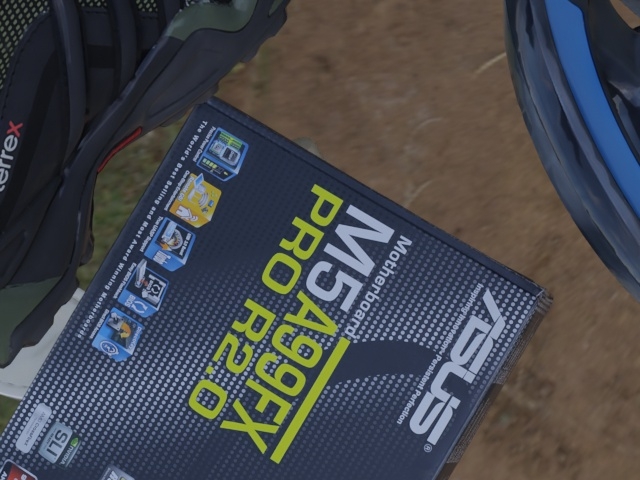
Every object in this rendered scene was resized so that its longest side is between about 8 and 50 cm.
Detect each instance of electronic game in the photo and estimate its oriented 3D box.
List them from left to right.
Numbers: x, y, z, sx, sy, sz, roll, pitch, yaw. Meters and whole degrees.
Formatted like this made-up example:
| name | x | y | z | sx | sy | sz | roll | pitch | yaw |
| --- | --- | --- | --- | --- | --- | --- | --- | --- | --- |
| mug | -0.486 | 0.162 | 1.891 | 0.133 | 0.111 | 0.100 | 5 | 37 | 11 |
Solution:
| name | x | y | z | sx | sy | sz | roll | pitch | yaw |
| --- | --- | --- | --- | --- | --- | --- | --- | --- | --- |
| electronic game | 0.153 | -0.049 | 0.768 | 0.048 | 0.229 | 0.229 | -30 | 88 | 33 |

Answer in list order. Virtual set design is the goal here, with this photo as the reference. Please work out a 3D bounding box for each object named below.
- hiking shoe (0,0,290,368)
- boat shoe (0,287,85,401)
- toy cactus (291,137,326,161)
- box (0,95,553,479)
| name | x | y | z | sx | sy | sz | roll | pitch | yaw |
| --- | --- | --- | --- | --- | --- | --- | --- | --- | --- |
| hiking shoe | -0.070 | -0.073 | 0.434 | 0.086 | 0.114 | 0.227 | 13 | 63 | 27 |
| boat shoe | -0.188 | 0.097 | 1.599 | 0.324 | 0.097 | 0.117 | 3 | 70 | 17 |
| toy cactus | 0.000 | 0.000 | 1.608 | 0.219 | 0.112 | 0.180 | -3 | 123 | 31 |
| box | -0.035 | 0.089 | 0.986 | 0.216 | 0.060 | 0.270 | 32 | 92 | 14 |
